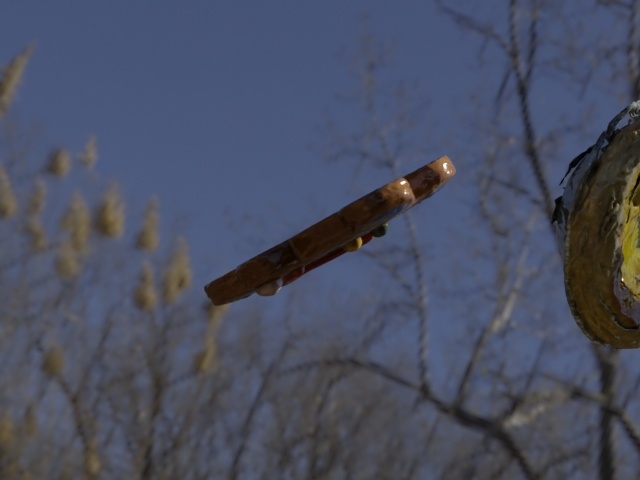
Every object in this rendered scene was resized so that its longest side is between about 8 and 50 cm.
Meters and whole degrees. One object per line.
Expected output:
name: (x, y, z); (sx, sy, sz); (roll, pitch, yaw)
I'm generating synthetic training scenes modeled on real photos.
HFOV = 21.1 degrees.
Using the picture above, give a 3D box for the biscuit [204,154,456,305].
biscuit: (0.001, 0.003, 1.803); (0.324, 0.205, 0.049); (-27, -89, 36)

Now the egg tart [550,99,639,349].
egg tart: (0.279, -0.016, 1.522); (0.094, 0.234, 0.234); (18, -18, 44)
